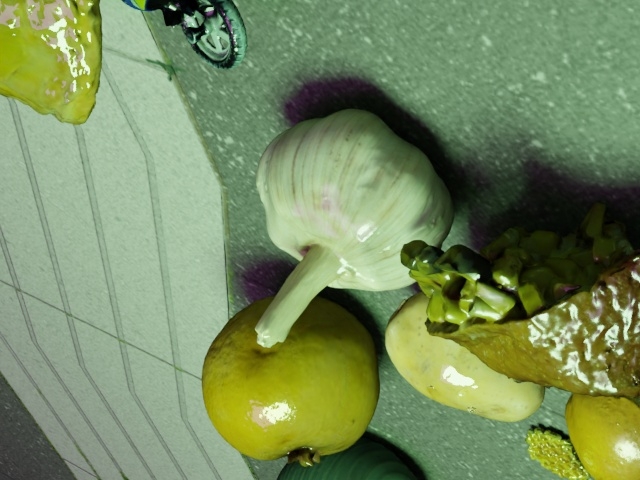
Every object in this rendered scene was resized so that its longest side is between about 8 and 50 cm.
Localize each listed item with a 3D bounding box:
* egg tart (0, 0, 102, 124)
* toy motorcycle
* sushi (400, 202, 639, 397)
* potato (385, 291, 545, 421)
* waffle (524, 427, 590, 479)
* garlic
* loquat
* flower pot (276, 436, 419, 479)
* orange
[{"bbox_3d":[-0.292,-0.258,1.051,0.339,0.153,0.351,8,118,66],"label":"egg tart"},{"bbox_3d":[-0.154,-0.289,1.026,0.169,0.113,0.315,19,137,46],"label":"toy motorcycle"},{"bbox_3d":[0.192,0.045,1.054,0.179,0.167,0.296,61,165,-14],"label":"sushi"},{"bbox_3d":[0.151,0.121,1.257,0.178,0.109,0.118,31,128,2],"label":"potato"},{"bbox_3d":[0.267,0.241,1.386,0.078,0.016,0.085,12,140,37],"label":"waffle"},{"bbox_3d":[0.000,0.000,1.139,0.199,0.226,0.199,30,155,16],"label":"garlic"},{"bbox_3d":[-0.030,0.161,1.419,0.208,0.208,0.208,27,148,18],"label":"loquat"},{"bbox_3d":[0.035,0.361,1.662,0.189,0.157,0.243,44,152,-13],"label":"flower pot"},{"bbox_3d":[0.294,0.159,1.117,0.134,0.156,0.156,27,149,28],"label":"orange"}]
